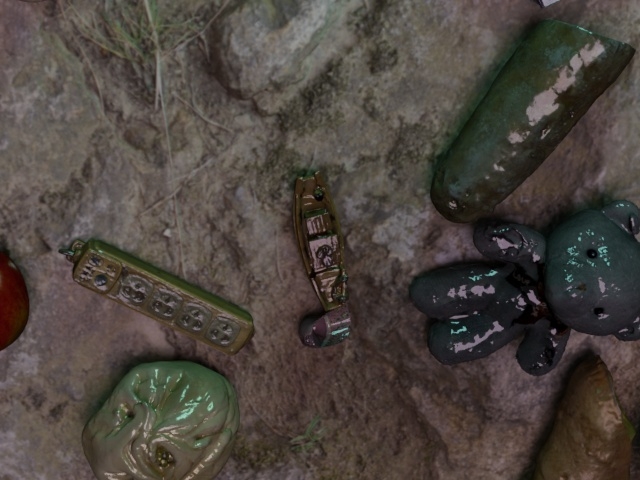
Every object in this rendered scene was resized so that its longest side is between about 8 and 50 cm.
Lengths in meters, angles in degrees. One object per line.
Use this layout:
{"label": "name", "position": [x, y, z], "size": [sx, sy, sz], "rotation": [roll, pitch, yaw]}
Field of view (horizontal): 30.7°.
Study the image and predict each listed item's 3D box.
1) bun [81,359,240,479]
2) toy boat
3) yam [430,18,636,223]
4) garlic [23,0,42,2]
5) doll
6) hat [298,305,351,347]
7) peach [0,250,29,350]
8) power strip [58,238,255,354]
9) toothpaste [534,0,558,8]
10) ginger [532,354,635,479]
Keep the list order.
{"label": "bun", "position": [-0.223, 0.278, 1.648], "size": [0.229, 0.145, 0.230], "rotation": [-3, 109, -8]}
{"label": "toy boat", "position": [0.000, 0.000, 1.603], "size": [0.064, 0.072, 0.206], "rotation": [-14, 115, -5]}
{"label": "yam", "position": [0.266, -0.159, 1.556], "size": [0.133, 0.133, 0.330], "rotation": [30, 110, -19]}
{"label": "garlic", "position": [-0.337, -0.397, 1.360], "size": [0.142, 0.178, 0.230], "rotation": [22, 90, 15]}
{"label": "doll", "position": [0.303, 0.082, 1.637], "size": [0.340, 0.158, 0.246], "rotation": [-15, 102, 1]}
{"label": "hat", "position": [0.003, 0.124, 1.678], "size": [0.087, 0.042, 0.058], "rotation": [-35, 122, -31]}
{"label": "peach", "position": [-0.449, 0.083, 1.554], "size": [0.151, 0.151, 0.118], "rotation": [44, 144, -22]}
{"label": "power strip", "position": [-0.223, 0.078, 1.617], "size": [0.305, 0.044, 0.064], "rotation": [28, 107, -18]}
{"label": "toothpaste", "position": [0.364, -0.366, 1.521], "size": [0.196, 0.047, 0.040], "rotation": [-26, 117, 3]}
{"label": "ginger", "position": [0.409, 0.339, 1.783], "size": [0.189, 0.126, 0.354], "rotation": [6, 109, 0]}
